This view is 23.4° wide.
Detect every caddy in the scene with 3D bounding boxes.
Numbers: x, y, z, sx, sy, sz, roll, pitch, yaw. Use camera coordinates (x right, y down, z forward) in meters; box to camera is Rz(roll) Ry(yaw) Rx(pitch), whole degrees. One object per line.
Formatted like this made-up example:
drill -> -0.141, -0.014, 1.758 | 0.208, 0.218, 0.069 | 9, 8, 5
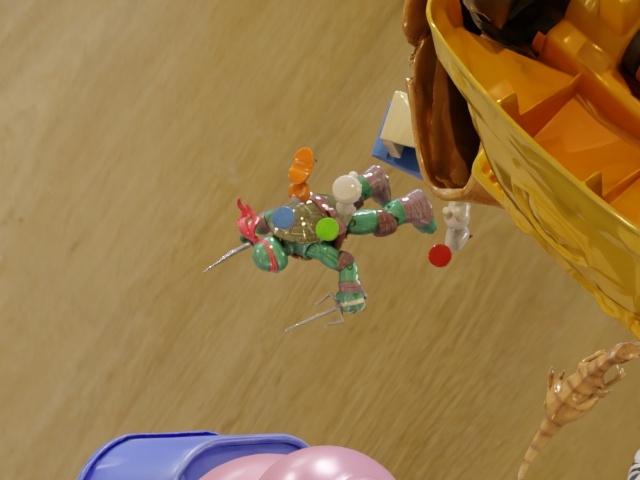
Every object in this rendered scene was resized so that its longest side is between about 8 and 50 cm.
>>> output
caddy -> -0.135, 0.328, 1.697 | 0.179, 0.341, 0.241 | -11, 79, 34

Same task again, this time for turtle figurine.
turtle figurine -> 0.000, 0.000, 1.668 | 0.234, 0.118, 0.175 | -28, 58, -26

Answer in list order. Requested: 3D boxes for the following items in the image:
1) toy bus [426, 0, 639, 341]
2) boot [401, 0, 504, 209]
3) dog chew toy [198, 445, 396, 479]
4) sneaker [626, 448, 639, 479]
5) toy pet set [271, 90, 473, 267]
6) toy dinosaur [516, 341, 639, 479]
toy bus -> 0.163, -0.060, 0.577 | 0.220, 0.211, 0.149 | -39, 65, -9
boot -> 0.135, -0.152, 0.771 | 0.211, 0.104, 0.295 | 9, 84, -45
dog chew toy -> -0.044, 0.258, 1.183 | 0.206, 0.332, 0.206 | 18, 54, -26
sneaker -> 0.233, 0.270, 0.931 | 0.137, 0.366, 0.210 | 11, 113, 5
toy pet set -> 0.048, -0.038, 1.020 | 0.122, 0.065, 0.114 | 15, 78, 17
toy dinosaur -> 0.242, 0.168, 1.552 | 0.064, 0.112, 0.211 | 37, 106, 8
